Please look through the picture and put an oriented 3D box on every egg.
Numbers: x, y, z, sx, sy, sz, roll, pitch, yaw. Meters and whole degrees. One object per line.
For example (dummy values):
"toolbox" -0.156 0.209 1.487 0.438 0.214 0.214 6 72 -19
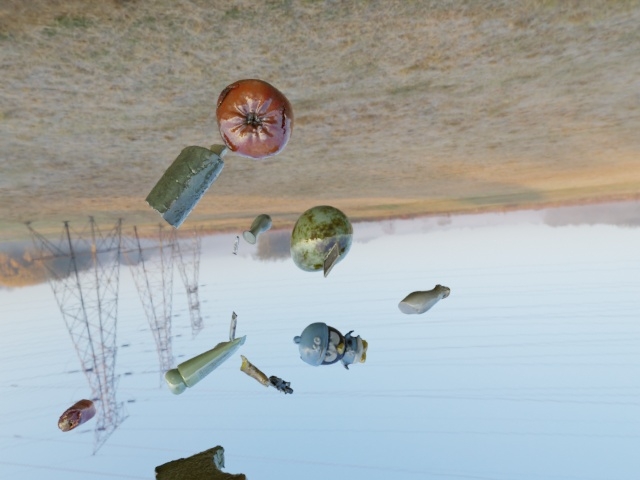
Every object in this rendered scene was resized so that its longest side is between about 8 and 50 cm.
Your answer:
"egg" 0.000 0.000 1.581 0.238 0.289 0.238 24 -155 -12

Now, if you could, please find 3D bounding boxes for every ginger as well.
"ginger" -0.225 0.439 1.344 0.057 0.137 0.044 -41 -170 39

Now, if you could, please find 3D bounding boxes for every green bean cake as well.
"green bean cake" -0.347 0.730 1.176 0.233 0.124 0.236 -4 -177 -34

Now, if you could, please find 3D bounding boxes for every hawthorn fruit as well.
"hawthorn fruit" -0.215 -0.437 1.438 0.276 0.276 0.307 -5 -158 13

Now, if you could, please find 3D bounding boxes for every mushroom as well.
"mushroom" 0.413 0.227 1.588 0.225 0.093 0.116 -26 165 -20

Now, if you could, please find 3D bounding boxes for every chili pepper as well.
"chili pepper" -0.859 0.617 1.450 0.086 0.084 0.192 -16 176 -7

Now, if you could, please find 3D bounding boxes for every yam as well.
"yam" -0.496 -0.204 1.473 0.168 0.304 0.168 33 172 5

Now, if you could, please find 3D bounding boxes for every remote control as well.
"remote control" -0.423 -0.340 1.615 0.074 0.122 0.032 7 143 14

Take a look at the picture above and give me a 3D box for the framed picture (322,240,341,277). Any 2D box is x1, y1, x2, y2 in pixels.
"framed picture" 0.025 0.042 0.929 0.006 0.066 0.089 30 -162 -12

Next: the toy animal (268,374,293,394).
"toy animal" -0.141 0.530 1.468 0.065 0.047 0.136 5 152 37

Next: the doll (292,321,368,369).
"doll" 0.039 0.428 1.635 0.314 0.177 0.141 13 168 -14

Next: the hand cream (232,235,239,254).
"hand cream" -0.414 0.023 1.987 0.030 0.093 0.019 16 -171 28

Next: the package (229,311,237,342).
"package" -0.301 0.299 1.385 0.015 0.110 0.037 0 -161 -32

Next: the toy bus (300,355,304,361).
"toy bus" -0.027 0.445 1.730 0.065 0.047 0.166 2 -129 39

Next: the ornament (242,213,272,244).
"ornament" -0.265 -0.056 1.713 0.081 0.075 0.156 -5 -146 31

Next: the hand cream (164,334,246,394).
"hand cream" -0.403 0.440 1.455 0.306 0.093 0.147 -27 162 -26
